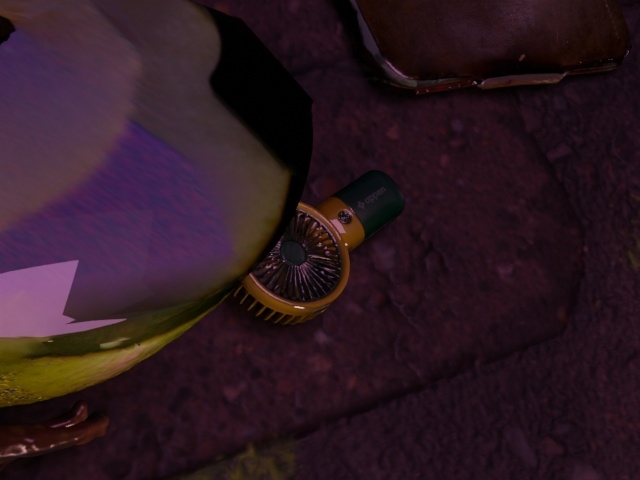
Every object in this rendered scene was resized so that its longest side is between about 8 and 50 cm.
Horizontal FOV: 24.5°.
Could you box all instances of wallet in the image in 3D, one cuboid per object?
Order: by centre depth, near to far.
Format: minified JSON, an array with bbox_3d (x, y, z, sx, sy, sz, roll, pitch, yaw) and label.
[{"bbox_3d":[0.131,-0.179,1.159,0.255,0.031,0.137,-10,69,-29],"label":"wallet"}]

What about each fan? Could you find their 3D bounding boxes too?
[{"bbox_3d":[0.000,0.000,0.991,0.155,0.039,0.082,-34,81,-37],"label":"fan"}]

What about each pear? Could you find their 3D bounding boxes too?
[{"bbox_3d":[-0.219,-0.038,0.796,0.399,0.165,0.399,13,41,-12],"label":"pear"}]

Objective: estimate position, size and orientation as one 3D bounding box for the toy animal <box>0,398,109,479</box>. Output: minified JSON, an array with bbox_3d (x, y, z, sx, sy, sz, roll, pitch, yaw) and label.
[{"bbox_3d":[-0.228,0.107,0.806,0.230,0.066,0.224,-4,50,-31],"label":"toy animal"}]
